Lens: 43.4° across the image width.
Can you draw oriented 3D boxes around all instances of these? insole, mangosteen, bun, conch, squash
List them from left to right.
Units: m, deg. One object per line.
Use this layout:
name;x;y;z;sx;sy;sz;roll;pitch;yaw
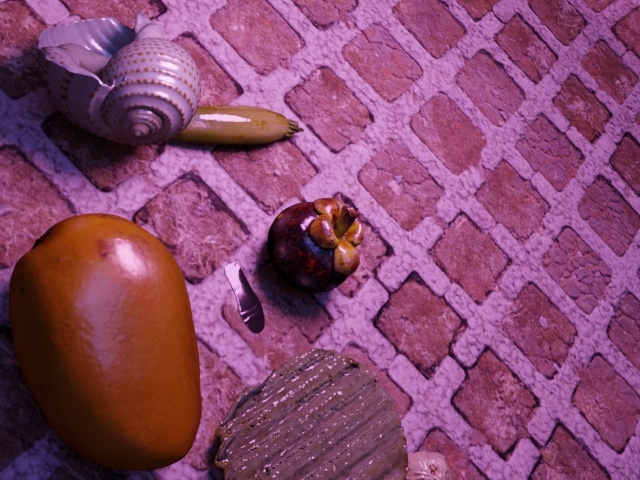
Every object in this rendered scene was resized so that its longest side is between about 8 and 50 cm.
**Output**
conch;-0.386;-0.303;1.544;0.302;0.215;0.319;3;29;-17
squash;-0.173;-0.247;1.717;0.340;0.094;0.095;-2;68;-31
insole;-0.151;0.114;1.610;0.053;0.002;0.153;-21;79;-35
mangosteen;0.000;0.000;1.621;0.192;0.217;0.192;18;54;-27
bun;0.220;0.475;1.610;0.115;0.069;0.115;13;63;-26

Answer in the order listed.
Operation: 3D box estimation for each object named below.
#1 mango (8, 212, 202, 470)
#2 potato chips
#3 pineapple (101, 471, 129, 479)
mango;-0.344;0.169;1.337;0.300;0.232;0.446;-18;86;-40
potato chips;0.010;0.381;1.492;0.358;0.070;0.429;44;41;18
pineapple;-0.323;0.468;1.284;0.108;0.108;0.198;7;55;-28
